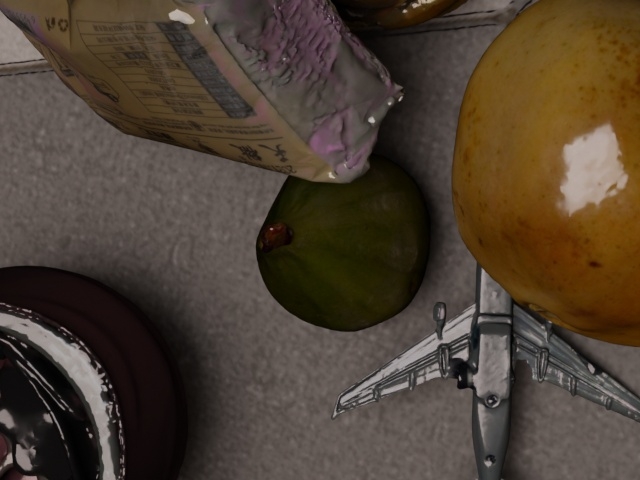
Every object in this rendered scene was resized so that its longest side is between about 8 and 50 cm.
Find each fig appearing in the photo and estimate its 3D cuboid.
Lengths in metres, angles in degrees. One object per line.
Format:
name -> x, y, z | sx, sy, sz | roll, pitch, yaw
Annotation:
fig -> 0.014, 0.011, 1.165 | 0.126, 0.185, 0.133 | 40, 107, -8

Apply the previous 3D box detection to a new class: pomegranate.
pomegranate -> 0.187, -0.046, 1.061 | 0.233, 0.233, 0.233 | 3, 98, 23

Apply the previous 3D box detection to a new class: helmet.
helmet -> -0.239, 0.155, 1.285 | 0.271, 0.197, 0.338 | 45, 120, 4

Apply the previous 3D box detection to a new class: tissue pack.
tissue pack -> -0.098, -0.142, 1.133 | 0.257, 0.215, 0.123 | 19, 69, 47

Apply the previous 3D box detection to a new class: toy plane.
toy plane -> 0.121, 0.088, 1.182 | 0.226, 0.058, 0.226 | 2, 104, 4

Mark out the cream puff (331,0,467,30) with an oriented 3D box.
cream puff -> 0.042, -0.227, 1.148 | 0.189, 0.129, 0.189 | 4, 105, 14
